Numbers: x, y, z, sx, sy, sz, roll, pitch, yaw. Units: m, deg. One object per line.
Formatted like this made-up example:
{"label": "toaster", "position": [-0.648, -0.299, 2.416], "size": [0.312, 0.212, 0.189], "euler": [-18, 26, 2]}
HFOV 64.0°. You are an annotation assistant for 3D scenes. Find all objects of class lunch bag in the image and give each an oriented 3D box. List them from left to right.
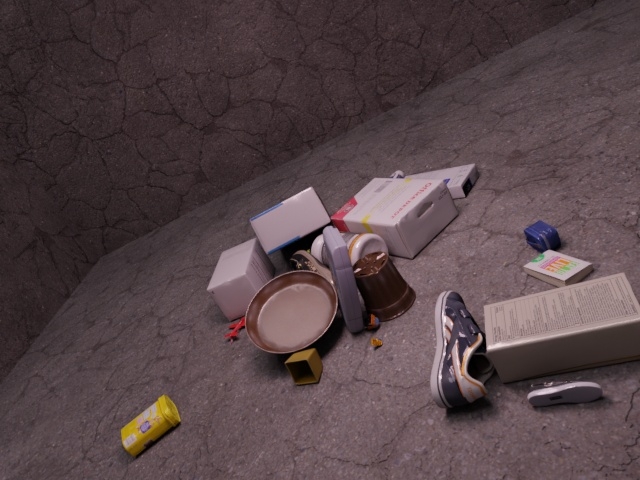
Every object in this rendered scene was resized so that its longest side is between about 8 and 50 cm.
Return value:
{"label": "lunch bag", "position": [0.626, -0.009, 1.462], "size": [0.065, 0.067, 0.098], "euler": [-30, 23, -1]}

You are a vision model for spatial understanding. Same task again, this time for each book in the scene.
{"label": "book", "position": [0.626, 0.074, 1.352], "size": [0.096, 0.035, 0.144], "euler": [-32, 22, -12]}

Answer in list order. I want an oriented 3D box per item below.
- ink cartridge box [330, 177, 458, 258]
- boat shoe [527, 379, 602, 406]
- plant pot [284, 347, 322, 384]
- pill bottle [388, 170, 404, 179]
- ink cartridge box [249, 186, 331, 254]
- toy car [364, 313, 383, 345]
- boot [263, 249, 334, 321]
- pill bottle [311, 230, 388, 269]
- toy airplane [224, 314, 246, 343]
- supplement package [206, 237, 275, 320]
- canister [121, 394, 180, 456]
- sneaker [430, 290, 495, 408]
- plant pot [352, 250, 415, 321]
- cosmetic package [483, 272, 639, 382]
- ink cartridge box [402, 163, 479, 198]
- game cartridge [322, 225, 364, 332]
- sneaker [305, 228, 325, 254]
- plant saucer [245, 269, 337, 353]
{"label": "ink cartridge box", "position": [0.271, -0.095, 1.922], "size": [0.279, 0.160, 0.385], "euler": [-41, 26, -22]}
{"label": "boat shoe", "position": [0.491, 0.302, 1.037], "size": [0.142, 0.049, 0.040], "euler": [-19, 26, 29]}
{"label": "plant pot", "position": [-0.040, 0.361, 1.499], "size": [0.081, 0.081, 0.083], "euler": [-16, 16, 29]}
{"label": "pill bottle", "position": [0.334, -0.262, 2.290], "size": [0.067, 0.067, 0.120], "euler": [-10, 31, 38]}
{"label": "ink cartridge box", "position": [-0.112, -0.085, 2.176], "size": [0.286, 0.166, 0.395], "euler": [-28, 1, 3]}
{"label": "toy car", "position": [0.158, 0.274, 1.513], "size": [0.041, 0.060, 0.122], "euler": [10, 43, -13]}
{"label": "boot", "position": [-0.099, 0.189, 1.836], "size": [0.284, 0.138, 0.377], "euler": [-36, 31, -12]}
{"label": "pill bottle", "position": [0.098, 0.047, 1.845], "size": [0.162, 0.162, 0.279], "euler": [-43, 27, -25]}
{"label": "toy airplane", "position": [-0.309, 0.327, 1.929], "size": [0.151, 0.028, 0.151], "euler": [-27, 23, 12]}
{"label": "supplement package", "position": [-0.316, 0.155, 2.090], "size": [0.178, 0.175, 0.292], "euler": [-22, 25, 14]}
{"label": "canister", "position": [-0.544, 0.590, 1.634], "size": [0.170, 0.073, 0.126], "euler": [-38, 25, -12]}
{"label": "sneaker", "position": [0.347, 0.246, 1.221], "size": [0.128, 0.126, 0.321], "euler": [-20, 36, 32]}
{"label": "plant pot", "position": [0.184, 0.133, 1.575], "size": [0.167, 0.165, 0.167], "euler": [-25, 24, 12]}
{"label": "cosmetic package", "position": [0.531, 0.194, 1.123], "size": [0.310, 0.113, 0.160], "euler": [-19, 26, 26]}
{"label": "ink cartridge box", "position": [0.457, -0.221, 2.077], "size": [0.333, 0.065, 0.165], "euler": [-3, 36, 44]}
{"label": "game cartridge", "position": [0.070, 0.123, 1.565], "size": [0.062, 0.296, 0.198], "euler": [-13, 23, 0]}
{"label": "sneaker", "position": [0.000, 0.000, 2.126], "size": [0.084, 0.097, 0.234], "euler": [-17, 27, 28]}
{"label": "plant saucer", "position": [-0.089, 0.231, 1.632], "size": [0.311, 0.050, 0.310], "euler": [-13, 47, 14]}
